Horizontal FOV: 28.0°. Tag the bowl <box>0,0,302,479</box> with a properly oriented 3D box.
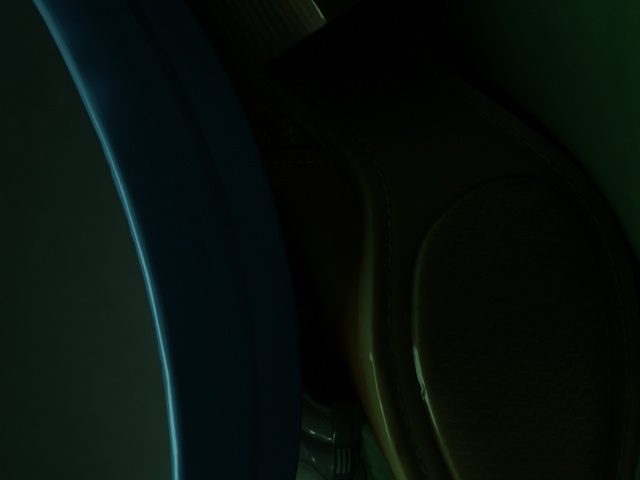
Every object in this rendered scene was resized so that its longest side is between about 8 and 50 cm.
[{"bbox_3d":[-0.161,0.028,0.525,0.391,0.077,0.391,13,110,40],"label":"bowl"}]

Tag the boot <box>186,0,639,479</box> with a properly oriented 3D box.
[{"bbox_3d":[0.000,0.000,0.512,0.283,0.109,0.220,64,156,-1],"label":"boot"}]

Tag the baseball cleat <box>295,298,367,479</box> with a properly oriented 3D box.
[{"bbox_3d":[-0.021,0.076,0.721,0.206,0.072,0.109,32,118,60],"label":"baseball cleat"}]
